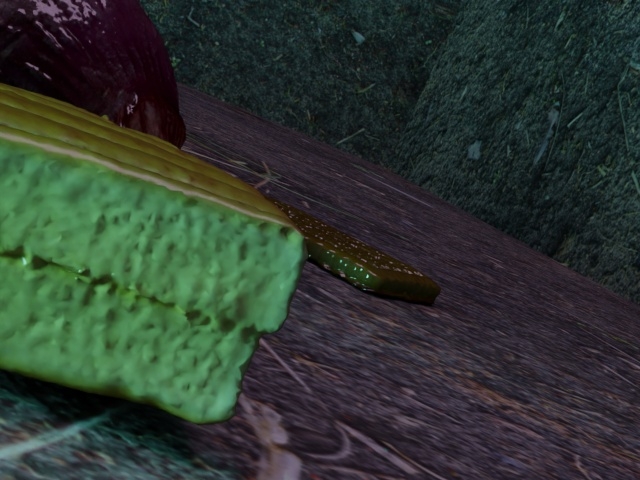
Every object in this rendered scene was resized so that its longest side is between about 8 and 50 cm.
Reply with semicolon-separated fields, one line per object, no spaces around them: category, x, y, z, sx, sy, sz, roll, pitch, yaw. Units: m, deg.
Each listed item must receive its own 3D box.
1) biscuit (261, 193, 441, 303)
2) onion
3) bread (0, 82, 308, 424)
biscuit;0.000;0.000;1.423;0.254;0.029;0.172;28;7;27
onion;-0.205;-0.156;1.198;0.349;0.159;0.267;34;-4;18
bread;-0.156;-0.016;0.653;0.246;0.111;0.239;20;5;-17
